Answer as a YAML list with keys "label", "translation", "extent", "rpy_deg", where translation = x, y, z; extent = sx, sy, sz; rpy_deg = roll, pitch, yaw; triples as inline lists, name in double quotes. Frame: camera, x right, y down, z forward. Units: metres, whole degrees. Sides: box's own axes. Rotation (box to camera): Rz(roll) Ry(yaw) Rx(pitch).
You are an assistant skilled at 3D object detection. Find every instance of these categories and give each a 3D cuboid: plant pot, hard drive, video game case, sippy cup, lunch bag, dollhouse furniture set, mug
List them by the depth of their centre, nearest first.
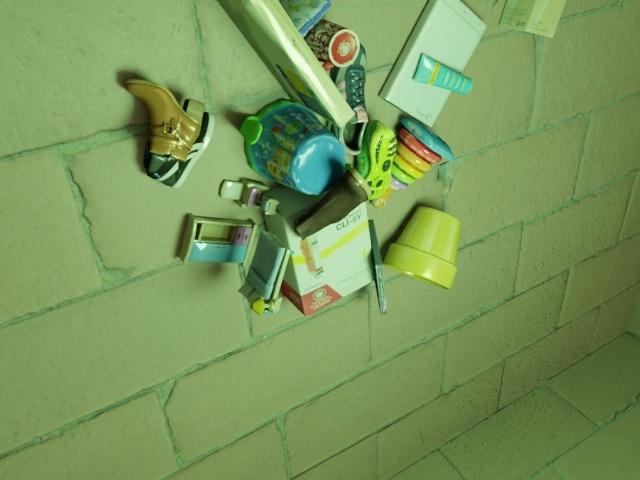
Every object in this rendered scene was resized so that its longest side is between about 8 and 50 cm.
- label: "lunch bag"
  translation: [-0.055, -0.549, 1.343]
  extent: [0.129, 0.151, 0.096]
  rpy_deg: [-48, 132, -2]
- label: "mug"
  translation: [0.017, -0.491, 1.413]
  extent: [0.113, 0.169, 0.150]
  rpy_deg: [-15, 123, -28]
- label: "dollhouse furniture set"
  translation: [-0.212, 0.013, 1.466]
  extent: [0.198, 0.303, 0.286]
  rpy_deg: [4, 114, -37]
- label: "sippy cup"
  translation: [-0.054, -0.236, 1.480]
  extent: [0.306, 0.224, 0.240]
  rpy_deg: [-20, 125, -23]
- label: "hard drive"
  translation: [0.348, -0.552, 1.687]
  extent: [0.233, 0.047, 0.353]
  rpy_deg: [19, 105, -40]
- label: "video game case"
  translation: [0.189, 0.091, 1.835]
  extent: [0.026, 0.196, 0.274]
  rpy_deg: [-8, 138, 2]
- label: "plant pot"
  translation: [0.379, 0.019, 1.928]
  extent: [0.254, 0.254, 0.238]
  rpy_deg: [25, 86, -41]

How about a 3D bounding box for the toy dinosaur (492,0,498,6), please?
- label: "toy dinosaur"
  translation: [0.480, -0.846, 1.579]
  extent: [0.160, 0.121, 0.313]
  rpy_deg: [-11, 127, -15]

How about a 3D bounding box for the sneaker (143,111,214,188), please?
- label: "sneaker"
  translation: [-0.360, -0.239, 1.365]
  extent: [0.121, 0.079, 0.216]
  rpy_deg: [23, 103, -41]

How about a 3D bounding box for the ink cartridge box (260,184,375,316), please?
- label: "ink cartridge box"
  translation: [0.000, 0.000, 1.698]
  extent: [0.279, 0.160, 0.384]
  rpy_deg: [-26, 127, -20]

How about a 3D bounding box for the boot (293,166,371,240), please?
- label: "boot"
  translation: [0.025, -0.082, 1.433]
  extent: [0.207, 0.090, 0.248]
  rpy_deg: [-37, 172, -8]

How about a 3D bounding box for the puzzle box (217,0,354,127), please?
- label: "puzzle box"
  translation: [-0.100, -0.456, 1.289]
  extent: [0.052, 0.272, 0.409]
  rpy_deg: [-45, 133, -2]

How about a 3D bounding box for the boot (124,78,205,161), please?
- label: "boot"
  translation: [-0.379, -0.281, 1.288]
  extent: [0.197, 0.073, 0.152]
  rpy_deg: [19, 88, -21]

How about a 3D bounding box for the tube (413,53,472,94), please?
- label: "tube"
  translation: [0.374, -0.499, 1.677]
  extent: [0.207, 0.052, 0.080]
  rpy_deg: [8, 104, -32]

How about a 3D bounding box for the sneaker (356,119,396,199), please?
- label: "sneaker"
  translation: [0.163, -0.242, 1.701]
  extent: [0.110, 0.123, 0.295]
  rpy_deg: [-2, 137, -17]

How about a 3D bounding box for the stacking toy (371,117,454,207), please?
- label: "stacking toy"
  translation: [0.260, -0.227, 1.771]
  extent: [0.166, 0.175, 0.302]
  rpy_deg: [17, 120, -45]

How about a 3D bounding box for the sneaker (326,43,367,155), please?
- label: "sneaker"
  translation: [0.098, -0.394, 1.551]
  extent: [0.112, 0.131, 0.318]
  rpy_deg: [-12, 122, -28]

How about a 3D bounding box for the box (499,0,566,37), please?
- label: "box"
  translation: [0.695, -0.813, 1.718]
  extent: [0.148, 0.121, 0.311]
  rpy_deg: [-4, 119, -32]
